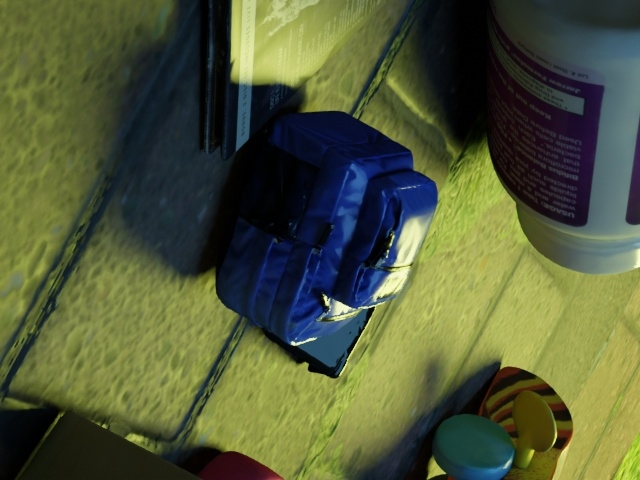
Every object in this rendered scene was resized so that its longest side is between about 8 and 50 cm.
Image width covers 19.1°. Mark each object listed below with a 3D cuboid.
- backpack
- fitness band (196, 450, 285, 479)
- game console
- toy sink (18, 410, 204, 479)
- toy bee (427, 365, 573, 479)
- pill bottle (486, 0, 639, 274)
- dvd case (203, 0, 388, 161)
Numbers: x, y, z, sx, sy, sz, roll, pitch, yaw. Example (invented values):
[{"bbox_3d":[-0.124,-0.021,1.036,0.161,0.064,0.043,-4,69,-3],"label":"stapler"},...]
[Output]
[{"bbox_3d":[0.000,0.000,1.058,0.098,0.101,0.120,-5,124,-59],"label":"backpack"},{"bbox_3d":[-0.106,0.267,1.210,0.209,0.054,0.291,-22,137,-64],"label":"fitness band"},{"bbox_3d":[0.008,0.021,1.228,0.107,0.071,0.122,35,81,-39],"label":"game console"},{"bbox_3d":[-0.075,0.223,1.012,0.153,0.131,0.234,-56,140,-15],"label":"toy sink"},{"bbox_3d":[0.154,0.239,1.640,0.298,0.162,0.195,-52,159,-27],"label":"toy bee"},{"bbox_3d":[0.197,-0.106,1.300,0.169,0.169,0.301,-53,158,-25],"label":"pill bottle"},{"bbox_3d":[0.009,-0.162,0.992,0.221,0.018,0.164,-48,156,-36],"label":"dvd case"}]
